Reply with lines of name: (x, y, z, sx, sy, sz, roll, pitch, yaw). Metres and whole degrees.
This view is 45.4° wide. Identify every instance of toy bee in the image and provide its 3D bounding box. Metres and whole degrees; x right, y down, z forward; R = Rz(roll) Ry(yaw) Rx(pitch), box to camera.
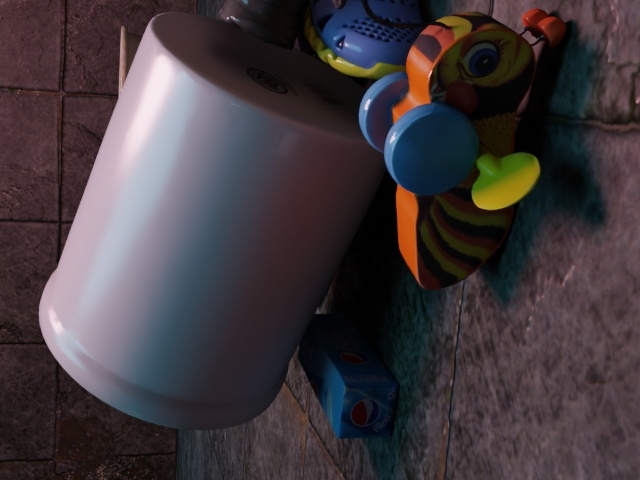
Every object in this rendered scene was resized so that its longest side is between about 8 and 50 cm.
toy bee: (0.115, -0.101, 0.585, 0.298, 0.162, 0.195, 71, 178, -54)

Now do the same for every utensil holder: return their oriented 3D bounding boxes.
utensil holder: (-0.123, -0.028, 0.915, 0.385, 0.328, 0.327, -64, 25, 25)

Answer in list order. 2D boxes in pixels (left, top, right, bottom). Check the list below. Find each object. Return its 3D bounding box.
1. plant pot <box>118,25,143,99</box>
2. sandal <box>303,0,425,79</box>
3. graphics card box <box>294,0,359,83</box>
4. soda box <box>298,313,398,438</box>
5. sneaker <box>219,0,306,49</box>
plant pot: (-0.276, -0.274, 1.642, 0.334, 0.306, 0.333, -179, 90, -75)
sandal: (0.048, -0.298, 0.845, 0.138, 0.126, 0.317, 114, 152, -45)
graphics card box: (-0.041, -0.185, 1.192, 0.370, 0.094, 0.232, 109, 157, -45)
soda box: (0.028, 0.162, 0.958, 0.210, 0.067, 0.071, -128, 43, -67)
sneaker: (-0.055, -0.316, 0.874, 0.130, 0.109, 0.286, -62, 27, 22)
